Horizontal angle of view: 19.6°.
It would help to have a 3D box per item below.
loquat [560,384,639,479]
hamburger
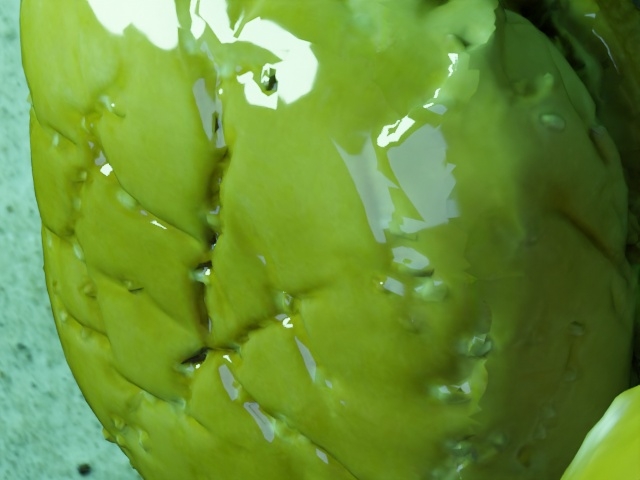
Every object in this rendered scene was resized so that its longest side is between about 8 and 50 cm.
[{"bbox_3d":[0.193,0.158,0.531,0.328,0.328,0.328,23,131,30],"label":"loquat"},{"bbox_3d":[0.000,0.000,0.718,0.318,0.158,0.318,24,131,32],"label":"hamburger"}]
